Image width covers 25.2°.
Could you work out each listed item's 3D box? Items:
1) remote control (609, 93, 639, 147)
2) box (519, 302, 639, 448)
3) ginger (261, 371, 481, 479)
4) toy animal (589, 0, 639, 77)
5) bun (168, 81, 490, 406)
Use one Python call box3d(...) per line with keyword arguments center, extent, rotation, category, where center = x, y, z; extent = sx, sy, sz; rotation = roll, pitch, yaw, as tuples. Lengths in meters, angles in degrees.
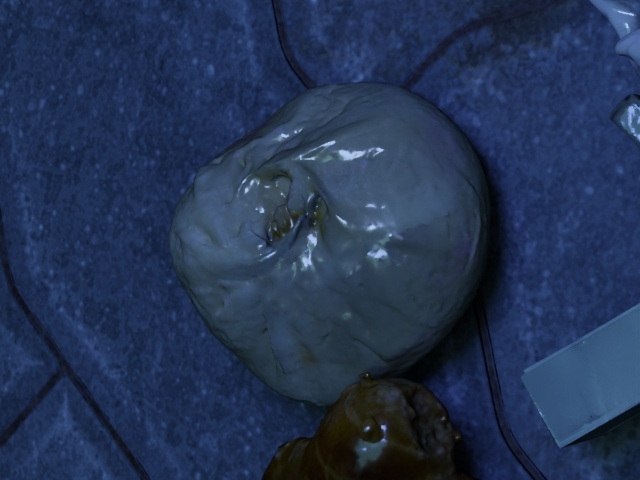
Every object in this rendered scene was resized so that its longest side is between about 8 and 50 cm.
box3d(center=(0.387, -0.025, 1.338), extent=(0.038, 0.123, 0.285), rotation=(-47, 71, 20), category="remote control")
box3d(center=(0.321, 0.105, 1.369), extent=(0.225, 0.129, 0.086), rotation=(-34, 73, 25), category="box")
box3d(center=(0.075, 0.325, 1.477), extent=(0.274, 0.152, 0.357), rotation=(-34, 90, 29), category="ginger")
box3d(center=(0.322, -0.256, 1.336), extent=(0.174, 0.249, 0.289), rotation=(-25, 34, -5), category="toy animal")
box3d(center=(0.000, 0.000, 1.506), extent=(0.361, 0.213, 0.361), rotation=(-2, 87, 31), category="bun")
